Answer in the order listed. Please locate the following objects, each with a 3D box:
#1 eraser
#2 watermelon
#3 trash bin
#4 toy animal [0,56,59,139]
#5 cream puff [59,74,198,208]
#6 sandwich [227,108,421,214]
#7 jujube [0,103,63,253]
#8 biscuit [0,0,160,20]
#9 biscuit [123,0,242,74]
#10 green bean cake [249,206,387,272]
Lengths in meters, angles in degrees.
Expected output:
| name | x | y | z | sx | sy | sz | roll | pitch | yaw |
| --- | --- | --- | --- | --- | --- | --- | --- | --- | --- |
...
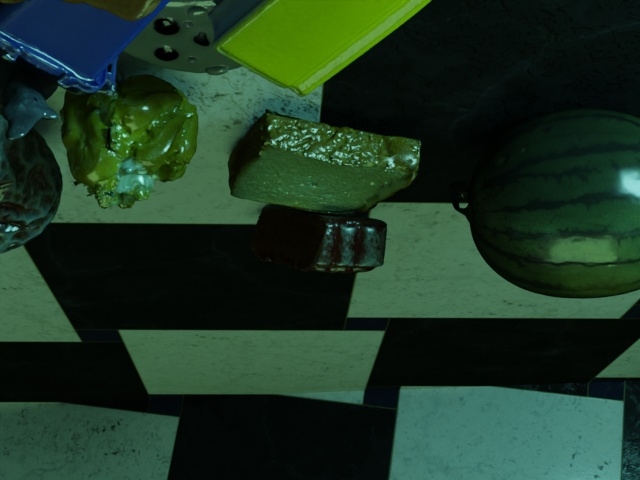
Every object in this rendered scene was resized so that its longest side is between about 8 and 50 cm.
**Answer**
| name | x | y | z | sx | sy | sz | roll | pitch | yaw |
| --- | --- | --- | --- | --- | --- | --- | --- | --- | --- |
| eraser | -0.001 | -0.267 | 1.150 | 0.226 | 0.069 | 0.158 | -32 | 145 | 31 |
| watermelon | 0.371 | -0.052 | 1.471 | 0.360 | 0.278 | 0.279 | -2 | 158 | 6 |
| trash bin | -0.236 | -0.278 | 1.071 | 0.235 | 0.162 | 0.184 | -29 | 140 | 36 |
| toy animal | -0.371 | -0.220 | 1.220 | 0.206 | 0.367 | 0.081 | -26 | 130 | -34 |
| cream puff | -0.256 | -0.150 | 1.372 | 0.195 | 0.194 | 0.221 | 1 | 175 | -3 |
| sandwich | -0.003 | -0.117 | 1.547 | 0.251 | 0.087 | 0.226 | 9 | 157 | -19 |
| jujube | -0.504 | -0.104 | 1.404 | 0.226 | 0.225 | 0.317 | -7 | 161 | 15 |
| biscuit | -0.281 | -0.317 | 0.930 | 0.334 | 0.201 | 0.047 | 13 | -155 | 16 |
| biscuit | -0.160 | -0.261 | 1.248 | 0.208 | 0.049 | 0.181 | -4 | 156 | 4 |
| green bean cake | 0.000 | 0.000 | 1.719 | 0.199 | 0.097 | 0.233 | 3 | -175 | -17 |
